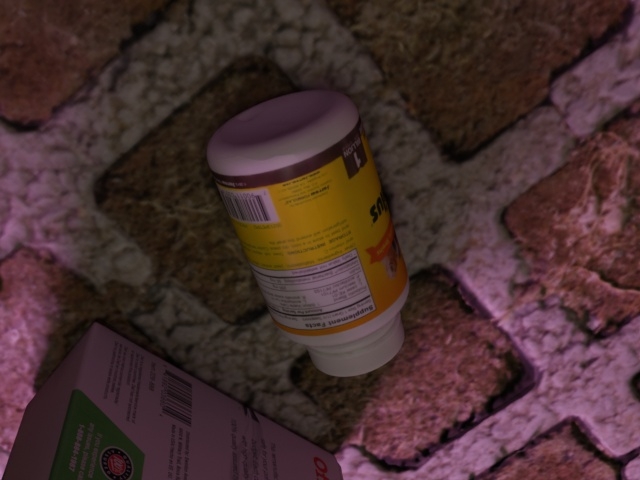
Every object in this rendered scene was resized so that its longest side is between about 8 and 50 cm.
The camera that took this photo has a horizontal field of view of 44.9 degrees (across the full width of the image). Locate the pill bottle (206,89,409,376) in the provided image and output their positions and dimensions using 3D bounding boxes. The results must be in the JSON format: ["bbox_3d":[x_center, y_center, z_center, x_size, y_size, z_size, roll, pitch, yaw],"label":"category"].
[{"bbox_3d":[0.000,0.000,0.608,0.117,0.117,0.214,-18,118,2],"label":"pill bottle"}]

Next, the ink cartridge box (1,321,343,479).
[{"bbox_3d":[-0.113,0.231,0.660,0.289,0.211,0.121,35,108,-21],"label":"ink cartridge box"}]
